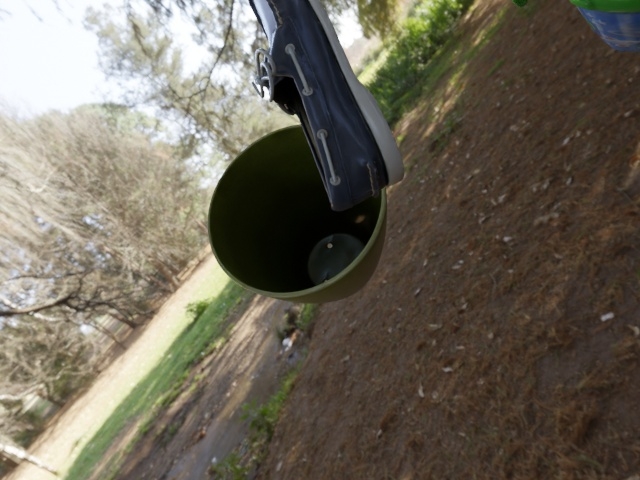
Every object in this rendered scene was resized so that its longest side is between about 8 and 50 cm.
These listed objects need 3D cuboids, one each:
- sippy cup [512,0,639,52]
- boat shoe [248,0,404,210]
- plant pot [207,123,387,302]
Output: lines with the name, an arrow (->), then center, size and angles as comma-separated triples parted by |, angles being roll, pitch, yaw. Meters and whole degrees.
sippy cup -> 0.413, -0.352, 0.507 | 0.224, 0.306, 0.240 | 7, -51, -52
boat shoe -> -0.016, -0.146, 0.390 | 0.079, 0.255, 0.095 | -28, -5, -4
plant pot -> 0.000, 0.000, 0.731 | 0.275, 0.274, 0.293 | -50, -27, -6
